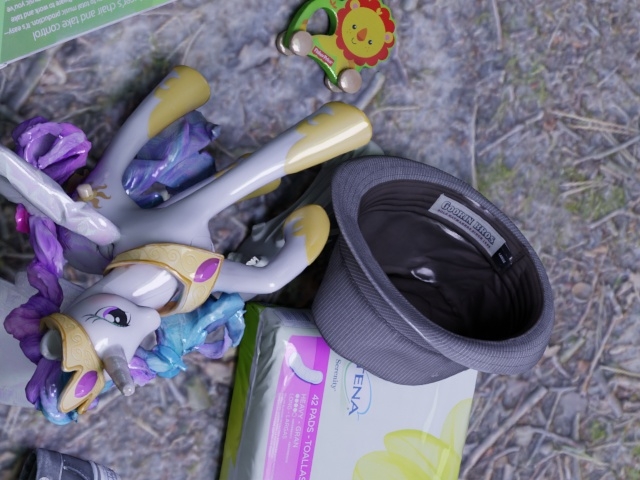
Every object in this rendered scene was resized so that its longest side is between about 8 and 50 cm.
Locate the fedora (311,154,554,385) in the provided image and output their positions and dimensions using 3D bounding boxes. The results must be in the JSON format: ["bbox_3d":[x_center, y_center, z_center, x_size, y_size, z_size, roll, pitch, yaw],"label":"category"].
[{"bbox_3d":[0.083,0.046,1.639,0.275,0.244,0.124,-12,151,-53],"label":"fedora"}]

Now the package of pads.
[{"bbox_3d":[0.024,0.215,1.743,0.229,0.101,0.296,5,100,-26],"label":"package of pads"}]

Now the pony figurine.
[{"bbox_3d":[-0.181,-0.006,1.491,0.363,0.351,0.303,-41,133,-35],"label":"pony figurine"}]

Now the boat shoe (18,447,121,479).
[{"bbox_3d":[-0.280,0.332,1.623,0.102,0.108,0.301,24,88,-28],"label":"boat shoe"}]

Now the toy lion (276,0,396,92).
[{"bbox_3d":[0.022,-0.193,1.692,0.100,0.034,0.096,35,79,-27],"label":"toy lion"}]

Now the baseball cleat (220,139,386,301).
[{"bbox_3d":[0.000,0.000,1.701,0.206,0.072,0.109,-45,123,-6],"label":"baseball cleat"}]

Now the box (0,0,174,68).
[{"bbox_3d":[-0.233,-0.327,1.494,0.232,0.058,0.322,-26,111,-35],"label":"box"}]
